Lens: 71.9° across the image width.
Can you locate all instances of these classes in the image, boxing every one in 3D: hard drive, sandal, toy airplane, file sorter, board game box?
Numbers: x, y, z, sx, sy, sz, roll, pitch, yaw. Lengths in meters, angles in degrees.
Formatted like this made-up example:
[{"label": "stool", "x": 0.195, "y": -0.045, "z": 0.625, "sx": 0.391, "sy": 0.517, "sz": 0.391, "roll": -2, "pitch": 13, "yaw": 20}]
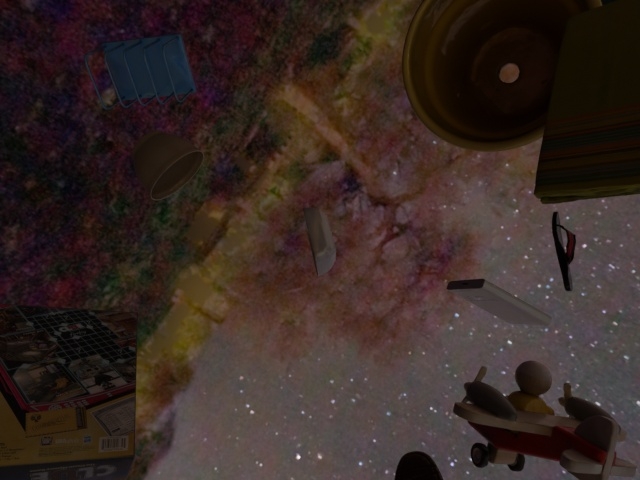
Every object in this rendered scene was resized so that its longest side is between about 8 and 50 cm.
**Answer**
[{"label": "hard drive", "x": 0.639, "y": 0.225, "z": 1.594, "sx": 0.040, "sy": 0.307, "sz": 0.203, "roll": -66, "pitch": -165, "yaw": -15}, {"label": "sandal", "x": 0.548, "y": 0.022, "z": 0.977, "sx": 0.040, "sy": 0.067, "sz": 0.180, "roll": -15, "pitch": -105, "yaw": 37}, {"label": "toy airplane", "x": 0.536, "y": 0.429, "z": 1.069, "sx": 0.383, "sy": 0.386, "sz": 0.273, "roll": -3, "pitch": -114, "yaw": 25}, {"label": "file sorter", "x": -0.362, "y": -0.338, "z": 0.897, "sx": 0.105, "sy": 0.170, "sz": 0.118, "roll": -85, "pitch": 169, "yaw": -54}, {"label": "board game box", "x": -0.292, "y": 0.129, "z": 0.385, "sx": 0.042, "sy": 0.243, "sz": 0.165, "roll": -62, "pitch": -147, "yaw": 32}]

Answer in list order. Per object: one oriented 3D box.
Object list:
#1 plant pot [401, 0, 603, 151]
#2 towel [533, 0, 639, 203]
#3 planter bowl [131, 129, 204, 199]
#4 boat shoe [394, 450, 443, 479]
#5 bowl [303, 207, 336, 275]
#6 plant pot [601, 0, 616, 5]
[{"label": "plant pot", "x": 0.282, "y": -0.268, "z": 0.677, "sx": 0.254, "sy": 0.254, "sz": 0.239, "roll": -51, "pitch": 166, "yaw": 28}, {"label": "towel", "x": 0.281, "y": -0.144, "z": 0.431, "sx": 0.102, "sy": 0.021, "sz": 0.238, "roll": -1, "pitch": -117, "yaw": 45}, {"label": "planter bowl", "x": -0.373, "y": -0.191, "z": 1.045, "sx": 0.162, "sy": 0.109, "sz": 0.162, "roll": -44, "pitch": 179, "yaw": -1}, {"label": "boat shoe", "x": 0.176, "y": 0.495, "z": 0.756, "sx": 0.257, "sy": 0.095, "sz": 0.095, "roll": -78, "pitch": 162, "yaw": -65}, {"label": "bowl", "x": 0.000, "y": 0.000, "z": 1.027, "sx": 0.142, "sy": 0.053, "sz": 0.142, "roll": 85, "pitch": -10, "yaw": -67}, {"label": "plant pot", "x": 0.458, "y": -0.509, "z": 0.693, "sx": 0.290, "sy": 0.289, "sz": 0.196, "roll": 147, "pitch": -42, "yaw": -67}]
